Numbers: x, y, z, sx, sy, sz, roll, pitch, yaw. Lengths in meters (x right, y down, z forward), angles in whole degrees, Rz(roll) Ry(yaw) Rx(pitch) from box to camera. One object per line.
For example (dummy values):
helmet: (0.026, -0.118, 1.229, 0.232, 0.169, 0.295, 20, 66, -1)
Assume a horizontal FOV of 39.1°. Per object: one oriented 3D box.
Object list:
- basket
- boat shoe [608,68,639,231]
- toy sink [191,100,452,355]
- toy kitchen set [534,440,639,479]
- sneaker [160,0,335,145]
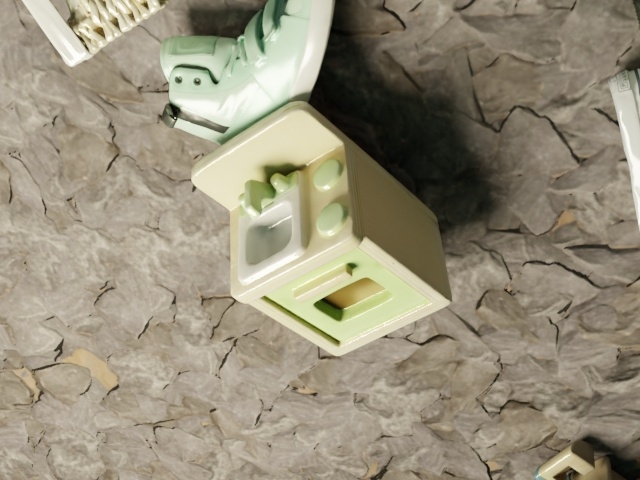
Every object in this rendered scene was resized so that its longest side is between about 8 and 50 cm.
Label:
basket: (-0.188, -0.247, 0.800, 0.103, 0.167, 0.113, -22, 116, 19)
boat shoe: (0.335, -0.059, 0.858, 0.076, 0.083, 0.226, -12, 119, 21)
toy sink: (0.000, 0.000, 0.897, 0.153, 0.131, 0.234, -28, 135, 26)
toy kitchen set: (0.341, 0.371, 1.094, 0.207, 0.166, 0.122, 34, 123, -11)
sneaker: (-0.073, -0.188, 0.850, 0.151, 0.094, 0.256, 16, 128, -6)
